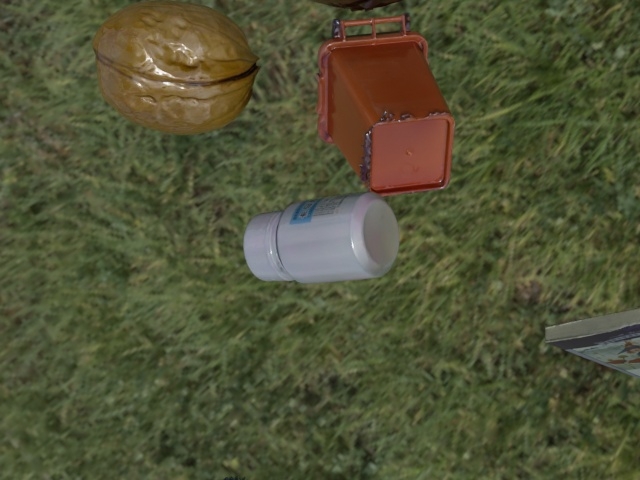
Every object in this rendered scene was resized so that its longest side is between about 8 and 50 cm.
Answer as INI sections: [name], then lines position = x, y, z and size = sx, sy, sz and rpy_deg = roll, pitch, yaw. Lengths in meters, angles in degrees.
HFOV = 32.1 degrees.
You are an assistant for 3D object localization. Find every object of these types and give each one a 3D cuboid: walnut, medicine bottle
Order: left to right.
[walnut]
position = -0.155, -0.186, 1.202
size = 0.180, 0.144, 0.144
rpy_deg = 0, 124, -10
[medicine bottle]
position = 0.000, 0.000, 0.680
size = 0.089, 0.052, 0.052
rpy_deg = -7, 111, 36

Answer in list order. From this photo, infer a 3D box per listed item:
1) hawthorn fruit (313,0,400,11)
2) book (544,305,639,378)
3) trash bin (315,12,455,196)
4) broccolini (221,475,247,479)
[hawthorn fruit]
position = 0.041, -0.384, 1.059
size = 0.295, 0.295, 0.311
rpy_deg = -18, 92, 40
[book]
position = 0.350, 0.108, 1.083
size = 0.157, 0.231, 0.026
rpy_deg = -20, 59, 42
[trash bin]
position = 0.090, -0.179, 1.481
size = 0.161, 0.238, 0.184
rpy_deg = -7, 124, -10
[broccolini]
position = -0.110, 0.274, 0.982
size = 0.071, 0.057, 0.254
rpy_deg = 28, 139, 2
